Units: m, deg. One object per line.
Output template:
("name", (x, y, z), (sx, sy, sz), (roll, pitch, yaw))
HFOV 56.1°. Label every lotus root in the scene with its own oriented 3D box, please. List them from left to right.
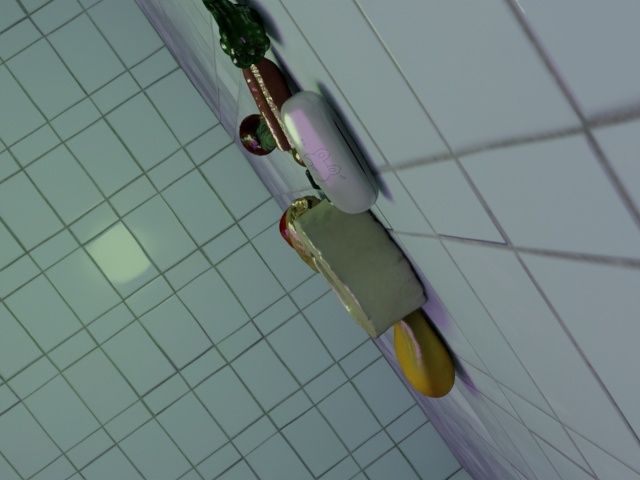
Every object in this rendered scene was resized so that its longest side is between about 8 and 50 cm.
("lotus root", (0.000, 0.000, 1.744), (0.160, 0.146, 0.284), (24, 151, 55))

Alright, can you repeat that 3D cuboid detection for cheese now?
("cheese", (0.079, 0.051, 1.362), (0.332, 0.153, 0.292), (56, 174, 1))

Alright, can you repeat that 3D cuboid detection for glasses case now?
("glasses case", (0.017, -0.146, 1.023), (0.092, 0.059, 0.233), (-13, 119, 40))

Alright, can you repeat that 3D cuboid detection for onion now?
("onion", (-0.176, -0.292, 1.667), (0.118, 0.119, 0.117), (-143, 41, -73))

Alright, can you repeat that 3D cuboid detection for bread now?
("bread", (-0.085, -0.268, 1.160), (0.119, 0.067, 0.192), (-67, -48, -77))

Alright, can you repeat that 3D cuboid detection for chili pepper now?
("chili pepper", (-0.164, -0.401, 1.073), (0.253, 0.084, 0.099), (57, 175, 27))

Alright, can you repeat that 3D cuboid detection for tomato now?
("tomato", (-0.055, -0.042, 2.002), (0.187, 0.151, 0.187), (49, 170, 12))

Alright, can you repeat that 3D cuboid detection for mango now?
("mango", (0.258, 0.284, 1.522), (0.176, 0.119, 0.316), (51, 166, 57))

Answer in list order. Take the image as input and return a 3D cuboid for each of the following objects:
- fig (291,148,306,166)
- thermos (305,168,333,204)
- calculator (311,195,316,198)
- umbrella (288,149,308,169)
("fig", (-0.022, -0.190, 1.196), (0.074, 0.074, 0.087), (-135, 30, -61))
("thermos", (0.019, -0.126, 1.159), (0.073, 0.083, 0.187), (63, -178, 40))
("calculator", (0.014, -0.074, 1.858), (0.165, 0.024, 0.103), (54, 175, 31))
("umbrella", (-0.031, -0.196, 1.330), (0.067, 0.062, 0.143), (5, -140, -55))
